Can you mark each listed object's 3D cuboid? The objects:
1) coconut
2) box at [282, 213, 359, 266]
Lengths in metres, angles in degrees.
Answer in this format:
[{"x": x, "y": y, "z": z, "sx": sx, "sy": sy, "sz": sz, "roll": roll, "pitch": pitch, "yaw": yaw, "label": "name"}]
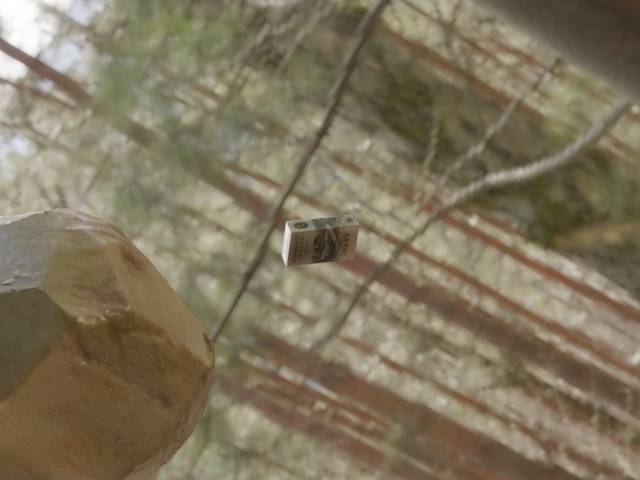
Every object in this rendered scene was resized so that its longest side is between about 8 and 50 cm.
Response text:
[{"x": -0.342, "y": 0.124, "z": 1.810, "sx": 0.415, "sy": 0.415, "sz": 0.344, "roll": -46, "pitch": 25, "yaw": 48, "label": "coconut"}, {"x": 0.000, "y": 0.000, "z": 1.748, "sx": 0.024, "sy": 0.083, "sz": 0.054, "roll": -116, "pitch": 25, "yaw": -47, "label": "box"}]
